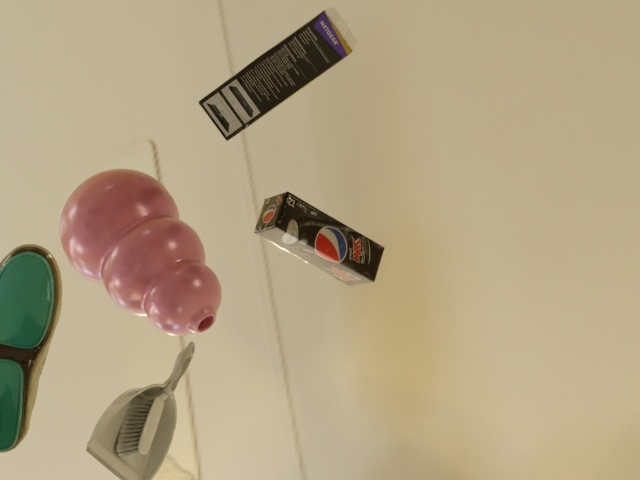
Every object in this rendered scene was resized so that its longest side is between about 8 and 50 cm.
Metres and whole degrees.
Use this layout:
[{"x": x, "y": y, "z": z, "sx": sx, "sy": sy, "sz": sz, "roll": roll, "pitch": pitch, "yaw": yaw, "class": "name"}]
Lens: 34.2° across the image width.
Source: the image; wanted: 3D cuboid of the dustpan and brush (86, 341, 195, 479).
[{"x": -0.236, "y": 0.234, "z": 1.480, "sx": 0.060, "sy": 0.147, "sz": 0.211, "roll": 0, "pitch": -126, "yaw": 27, "class": "dustpan and brush"}]

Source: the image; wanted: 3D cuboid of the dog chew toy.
[{"x": -0.287, "y": 0.029, "z": 1.731, "sx": 0.332, "sy": 0.207, "sz": 0.206, "roll": 44, "pitch": -71, "yaw": 27, "class": "dog chew toy"}]

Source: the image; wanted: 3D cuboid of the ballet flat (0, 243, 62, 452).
[{"x": -0.332, "y": 0.111, "z": 1.139, "sx": 0.086, "sy": 0.086, "sz": 0.248, "roll": 30, "pitch": -72, "yaw": 37, "class": "ballet flat"}]

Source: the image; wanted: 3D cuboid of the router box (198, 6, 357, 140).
[{"x": -0.060, "y": -0.283, "z": 1.725, "sx": 0.243, "sy": 0.309, "sz": 0.081, "roll": -34, "pitch": -81, "yaw": 11, "class": "router box"}]

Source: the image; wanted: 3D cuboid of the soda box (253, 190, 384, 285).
[{"x": 0.000, "y": 0.000, "z": 1.364, "sx": 0.060, "sy": 0.169, "sz": 0.053, "roll": -14, "pitch": -127, "yaw": 55, "class": "soda box"}]
